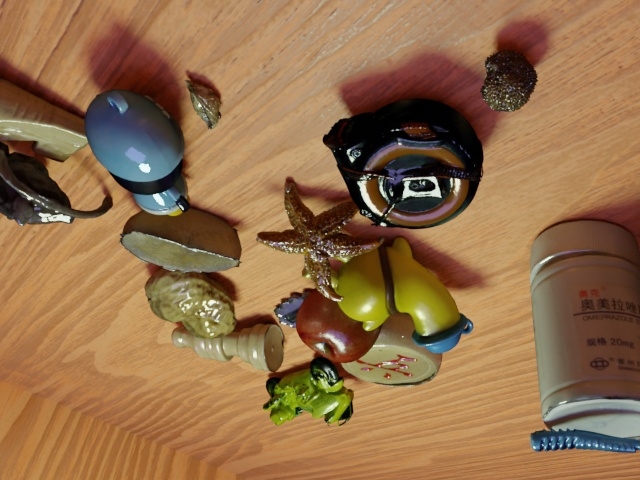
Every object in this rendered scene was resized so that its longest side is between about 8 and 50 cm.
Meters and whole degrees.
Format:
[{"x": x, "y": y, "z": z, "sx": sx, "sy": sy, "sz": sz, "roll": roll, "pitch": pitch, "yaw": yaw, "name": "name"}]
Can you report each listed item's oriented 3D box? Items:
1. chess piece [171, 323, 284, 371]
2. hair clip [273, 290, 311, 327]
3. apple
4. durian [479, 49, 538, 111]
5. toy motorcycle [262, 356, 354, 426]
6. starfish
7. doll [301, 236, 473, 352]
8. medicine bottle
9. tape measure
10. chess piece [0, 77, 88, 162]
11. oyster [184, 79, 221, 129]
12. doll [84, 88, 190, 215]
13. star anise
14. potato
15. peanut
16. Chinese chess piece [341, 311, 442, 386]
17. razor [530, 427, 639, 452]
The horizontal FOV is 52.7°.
[{"x": -0.259, "y": 0.266, "z": 1.703, "sx": 0.307, "sy": 0.124, "sz": 0.139, "roll": 4, "pitch": 175, "yaw": 20, "name": "chess piece"}, {"x": -0.040, "y": 0.181, "z": 1.551, "sx": 0.124, "sy": 0.052, "sz": 0.195, "roll": 33, "pitch": 146, "yaw": -17, "name": "hair clip"}, {"x": 0.042, "y": 0.169, "z": 1.393, "sx": 0.180, "sy": 0.169, "sz": 0.181, "roll": 19, "pitch": 153, "yaw": 10, "name": "apple"}, {"x": 0.247, "y": -0.213, "z": 0.861, "sx": 0.080, "sy": 0.080, "sz": 0.091, "roll": -20, "pitch": 155, "yaw": 39, "name": "durian"}, {"x": -0.024, "y": 0.446, "z": 1.843, "sx": 0.342, "sy": 0.142, "sz": 0.206, "roll": -33, "pitch": 87, "yaw": 47, "name": "toy motorcycle"}, {"x": 0.000, "y": 0.000, "z": 1.187, "sx": 0.227, "sy": 0.043, "sz": 0.241, "roll": -16, "pitch": 100, "yaw": 13, "name": "starfish"}, {"x": 0.149, "y": 0.100, "z": 1.273, "sx": 0.362, "sy": 0.145, "sz": 0.199, "roll": 27, "pitch": 105, "yaw": -11, "name": "doll"}, {"x": 0.456, "y": 0.145, "z": 1.083, "sx": 0.189, "sy": 0.332, "sz": 0.190, "roll": 5, "pitch": 145, "yaw": 4, "name": "medicine bottle"}, {"x": 0.137, "y": -0.113, "z": 0.994, "sx": 0.222, "sy": 0.135, "sz": 0.202, "roll": -10, "pitch": 131, "yaw": 22, "name": "tape measure"}, {"x": -0.549, "y": -0.222, "z": 1.113, "sx": 0.300, "sy": 0.137, "sz": 0.137, "roll": 21, "pitch": 146, "yaw": -30, "name": "chess piece"}, {"x": -0.189, "y": -0.225, "z": 1.055, "sx": 0.081, "sy": 0.038, "sz": 0.083, "roll": 49, "pitch": 167, "yaw": -7, "name": "oyster"}, {"x": -0.298, "y": -0.149, "z": 1.096, "sx": 0.177, "sy": 0.141, "sz": 0.314, "roll": 39, "pitch": 163, "yaw": 17, "name": "doll"}, {"x": -0.584, "y": -0.120, "z": 1.185, "sx": 0.315, "sy": 0.359, "sz": 0.139, "roll": 35, "pitch": 109, "yaw": 3, "name": "star anise"}, {"x": -0.285, "y": 0.000, "z": 1.336, "sx": 0.243, "sy": 0.098, "sz": 0.138, "roll": 17, "pitch": 150, "yaw": -15, "name": "potato"}, {"x": -0.304, "y": 0.148, "z": 1.539, "sx": 0.233, "sy": 0.110, "sz": 0.196, "roll": 36, "pitch": 135, "yaw": -29, "name": "peanut"}, {"x": 0.166, "y": 0.260, "z": 1.544, "sx": 0.249, "sy": 0.103, "sz": 0.250, "roll": 8, "pitch": 145, "yaw": 5, "name": "Chinese chess piece"}, {"x": 0.448, "y": 0.300, "z": 0.978, "sx": 0.253, "sy": 0.042, "sz": 0.082, "roll": -10, "pitch": 143, "yaw": 25, "name": "razor"}]
